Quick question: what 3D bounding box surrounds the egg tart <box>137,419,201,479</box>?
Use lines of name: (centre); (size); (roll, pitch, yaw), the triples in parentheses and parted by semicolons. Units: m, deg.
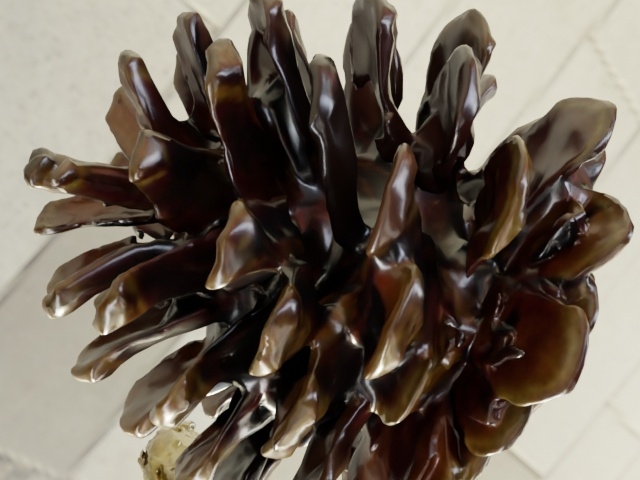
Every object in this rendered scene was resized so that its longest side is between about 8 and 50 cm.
egg tart: (-0.049, 0.287, 1.454); (0.129, 0.341, 0.341); (-38, 151, -3)

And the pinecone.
pinecone: (-0.003, 0.008, 0.876); (0.264, 0.264, 0.264); (-36, 149, -26)
